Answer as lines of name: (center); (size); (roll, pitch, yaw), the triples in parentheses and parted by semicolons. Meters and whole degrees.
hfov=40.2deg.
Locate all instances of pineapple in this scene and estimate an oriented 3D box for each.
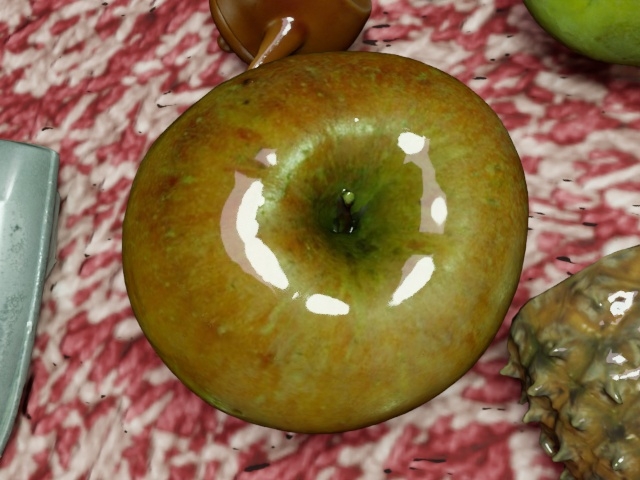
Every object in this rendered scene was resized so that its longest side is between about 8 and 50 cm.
pineapple: (0.208, 0.153, 0.450); (0.170, 0.141, 0.310); (-18, 75, -25)

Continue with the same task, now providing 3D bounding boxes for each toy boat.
toy boat: (-0.231, 0.060, 0.604); (0.078, 0.085, 0.260); (9, 86, 15)

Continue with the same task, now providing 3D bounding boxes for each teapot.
teapot: (-0.031, -0.171, 0.624); (0.116, 0.116, 0.173); (-10, 44, 8)

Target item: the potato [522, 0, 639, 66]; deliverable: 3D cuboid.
potato: (0.243, -0.204, 0.541); (0.253, 0.148, 0.186); (-35, 78, -4)

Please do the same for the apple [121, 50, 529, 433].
apple: (0.000, 0.000, 0.519); (0.237, 0.207, 0.237); (1, 81, -6)
